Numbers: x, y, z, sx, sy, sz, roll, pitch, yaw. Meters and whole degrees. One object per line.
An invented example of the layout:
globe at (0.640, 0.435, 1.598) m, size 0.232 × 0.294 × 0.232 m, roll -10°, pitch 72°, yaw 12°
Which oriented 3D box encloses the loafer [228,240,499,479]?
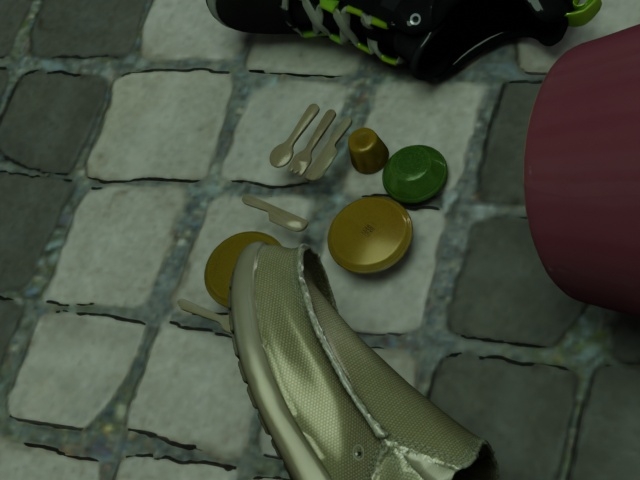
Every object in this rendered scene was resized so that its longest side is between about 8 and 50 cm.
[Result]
loafer at (0.036, 0.108, 0.726) m, size 0.092 × 0.102 × 0.268 m, roll -26°, pitch 64°, yaw 4°

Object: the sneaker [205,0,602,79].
sneaker at (0.040, -0.139, 0.872) m, size 0.235 × 0.084 × 0.097 m, roll -6°, pitch 60°, yaw 18°

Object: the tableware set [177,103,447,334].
tableware set at (0.000, 0.000, 0.846) m, size 0.104 × 0.024 × 0.154 m, roll 23°, pitch 70°, yaw 27°

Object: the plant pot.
plant pot at (0.201, -0.032, 0.693) m, size 0.180 × 0.201 × 0.201 m, roll 1°, pitch 61°, yaw 40°
